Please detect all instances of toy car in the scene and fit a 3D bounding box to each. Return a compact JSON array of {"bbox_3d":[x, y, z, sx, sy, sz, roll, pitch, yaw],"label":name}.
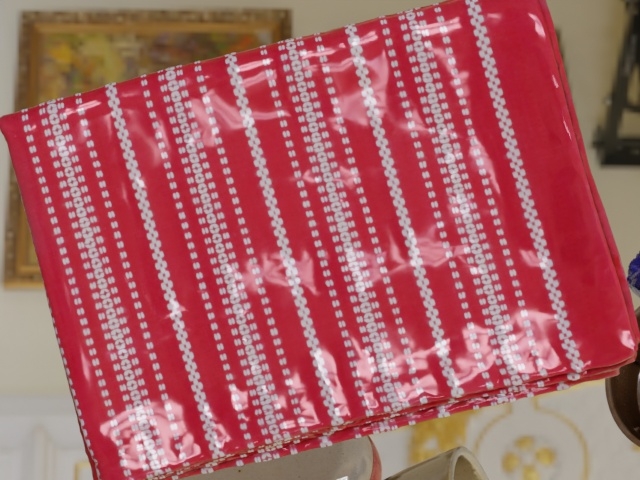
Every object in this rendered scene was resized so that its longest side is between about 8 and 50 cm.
[{"bbox_3d":[-0.016,0.284,1.397,0.238,0.210,0.219,59,17,-48],"label":"toy car"}]

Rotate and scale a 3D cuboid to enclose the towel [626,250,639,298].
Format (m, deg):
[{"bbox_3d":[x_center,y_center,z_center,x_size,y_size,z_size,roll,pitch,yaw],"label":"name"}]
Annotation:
[{"bbox_3d":[0.394,0.096,0.998,0.076,0.308,0.228,-56,-160,-18],"label":"towel"}]

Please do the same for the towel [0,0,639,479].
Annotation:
[{"bbox_3d":[0.000,0.000,0.656,0.031,0.275,0.198,-41,117,-89],"label":"towel"}]

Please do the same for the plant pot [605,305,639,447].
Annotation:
[{"bbox_3d":[0.381,0.143,1.269,0.167,0.165,0.167,-26,-130,36],"label":"plant pot"}]

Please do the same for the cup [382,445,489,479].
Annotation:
[{"bbox_3d":[0.049,0.361,1.122,0.331,0.237,0.331,-17,90,-77],"label":"cup"}]
